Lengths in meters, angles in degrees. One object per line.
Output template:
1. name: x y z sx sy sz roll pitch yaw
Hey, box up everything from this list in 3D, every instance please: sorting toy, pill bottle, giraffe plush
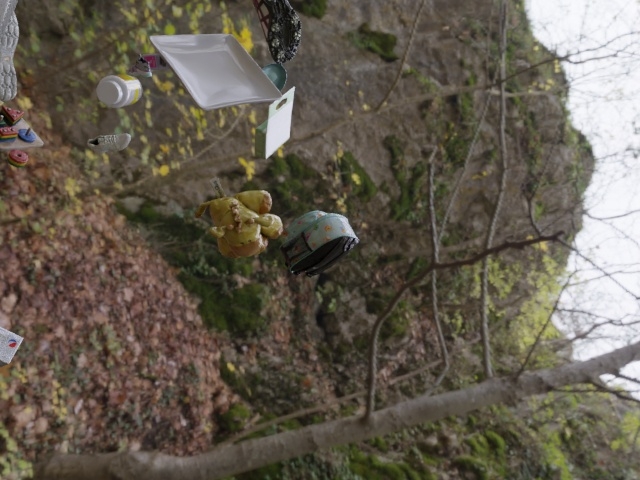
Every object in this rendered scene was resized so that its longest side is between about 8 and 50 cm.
1. sorting toy: -0.844 -0.315 1.575 0.274 0.132 0.046 47 -60 9
2. pill bottle: -0.756 -0.559 2.180 0.215 0.118 0.117 -84 168 -72
3. giraffe plush: -0.175 -0.034 1.310 0.210 0.181 0.170 49 0 -27

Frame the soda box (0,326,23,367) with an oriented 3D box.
1. soda box: -0.816 0.275 1.424 0.216 0.069 0.073 -23 -139 39

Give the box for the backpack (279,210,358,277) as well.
1. backpack: 0.000 0.000 1.589 0.166 0.189 0.144 18 48 -57

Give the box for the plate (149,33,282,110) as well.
1. plate: -0.281 -0.451 1.571 0.277 0.278 0.045 52 -44 18

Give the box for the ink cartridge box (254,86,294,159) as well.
1. ink cartridge box: -0.168 -0.432 2.115 0.056 0.171 0.235 26 -42 17

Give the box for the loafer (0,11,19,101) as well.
1. loafer: -1.019 -0.597 1.820 0.112 0.112 0.319 -4 99 -72

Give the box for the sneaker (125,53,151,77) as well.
1. sneaker: -0.574 -0.553 1.837 0.038 0.098 0.069 -38 135 -58

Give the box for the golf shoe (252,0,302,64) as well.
1. golf shoe: -0.127 -0.625 1.599 0.120 0.105 0.272 43 -29 44

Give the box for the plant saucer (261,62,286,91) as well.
1. plant saucer: -0.167 -0.533 1.927 0.021 0.119 0.119 45 -32 35

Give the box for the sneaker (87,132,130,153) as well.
1. sneaker: -0.721 -0.334 1.985 0.061 0.152 0.053 42 36 -70

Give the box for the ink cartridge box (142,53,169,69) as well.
1. ink cartridge box: -0.452 -0.640 2.056 0.311 0.186 0.065 5 -70 32

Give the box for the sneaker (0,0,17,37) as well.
1. sneaker: -0.959 -0.625 1.617 0.365 0.150 0.135 -57 -153 13
